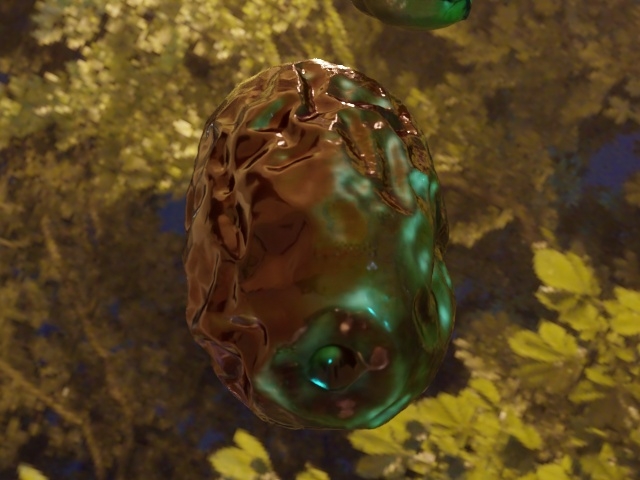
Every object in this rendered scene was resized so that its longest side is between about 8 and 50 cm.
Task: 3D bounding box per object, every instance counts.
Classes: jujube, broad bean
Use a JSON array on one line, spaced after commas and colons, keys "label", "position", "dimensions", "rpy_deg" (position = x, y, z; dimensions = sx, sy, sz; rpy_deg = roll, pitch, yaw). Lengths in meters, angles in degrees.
[{"label": "jujube", "position": [0.000, 0.000, 0.731], "dimensions": [0.174, 0.174, 0.250], "rpy_deg": [-49, -153, 23]}, {"label": "broad bean", "position": [0.063, -0.196, 0.941], "dimensions": [0.339, 0.077, 0.061], "rpy_deg": [-117, -159, -75]}]
